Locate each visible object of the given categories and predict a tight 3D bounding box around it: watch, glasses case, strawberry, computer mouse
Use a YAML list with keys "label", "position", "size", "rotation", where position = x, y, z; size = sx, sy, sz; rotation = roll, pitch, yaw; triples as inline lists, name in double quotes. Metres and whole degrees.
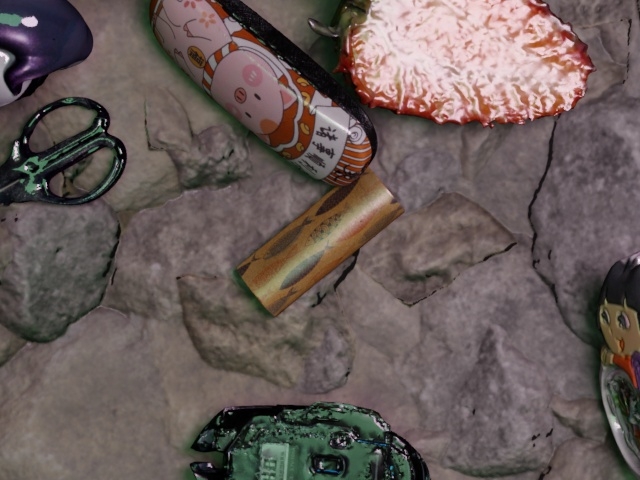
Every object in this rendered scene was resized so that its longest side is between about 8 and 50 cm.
- label: "watch"
  position: [0.393, 0.113, 1.128]
  size: [0.231, 0.196, 0.244]
  rotation: [-12, 88, -5]
- label: "glasses case"
  position: [-0.057, -0.155, 1.165]
  size: [0.267, 0.103, 0.067]
  rotation: [41, 61, 5]
- label: "strawberry"
  position: [0.118, -0.201, 1.170]
  size: [0.286, 0.106, 0.188]
  rotation: [23, 96, -12]
- label: "computer mouse"
  position: [-0.010, 0.225, 1.188]
  size: [0.242, 0.077, 0.146]
  rotation: [6, 91, 5]
- label: "glasses case"
  position: [0.000, 0.000, 1.202]
  size: [0.170, 0.041, 0.064]
  rotation: [-39, 89, 2]

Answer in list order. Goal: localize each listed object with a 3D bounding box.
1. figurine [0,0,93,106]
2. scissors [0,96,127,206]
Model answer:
- label: "figurine"
  position: [-0.333, -0.198, 1.158]
  size: [0.222, 0.145, 0.145]
  rotation: [-4, 91, 5]
- label: "scissors"
  position: [-0.340, -0.044, 1.219]
  size: [0.300, 0.022, 0.109]
  rotation: [-27, 87, 2]
